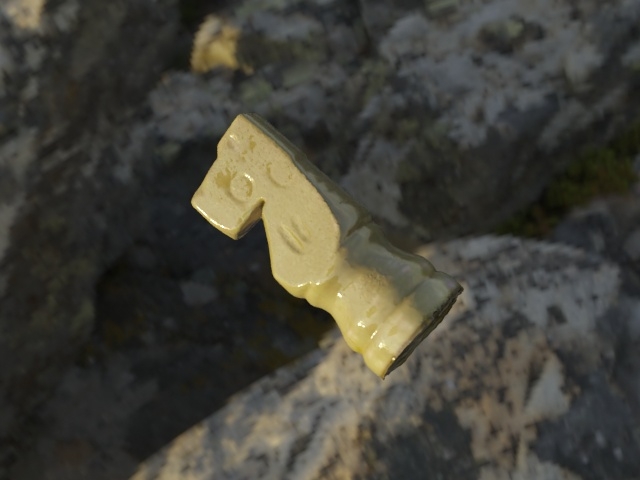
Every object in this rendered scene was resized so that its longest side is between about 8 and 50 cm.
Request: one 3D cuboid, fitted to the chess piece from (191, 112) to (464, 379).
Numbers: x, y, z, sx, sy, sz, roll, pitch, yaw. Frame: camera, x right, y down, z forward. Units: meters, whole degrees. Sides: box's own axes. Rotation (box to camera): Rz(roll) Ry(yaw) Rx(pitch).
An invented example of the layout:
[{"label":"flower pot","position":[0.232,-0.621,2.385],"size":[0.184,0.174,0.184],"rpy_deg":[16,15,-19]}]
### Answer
[{"label":"chess piece","position":[0.000,0.000,1.206],"size":[0.200,0.090,0.090],"rpy_deg":[42,74,9]}]
